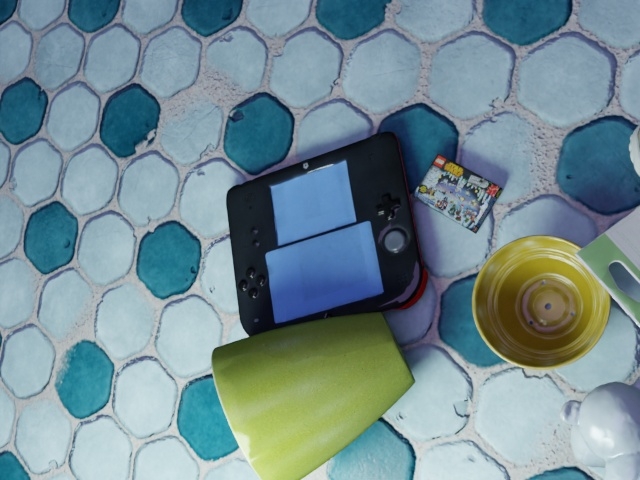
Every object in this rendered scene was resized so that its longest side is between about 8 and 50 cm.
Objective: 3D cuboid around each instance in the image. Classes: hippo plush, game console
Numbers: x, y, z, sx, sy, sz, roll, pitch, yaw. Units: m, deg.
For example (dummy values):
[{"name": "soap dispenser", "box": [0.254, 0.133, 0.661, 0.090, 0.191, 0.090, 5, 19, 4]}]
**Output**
[{"name": "hippo plush", "box": [0.427, 0.336, 1.164, 0.234, 0.294, 0.236, -26, 60, -3]}, {"name": "game console", "box": [0.000, 0.000, 1.548, 0.387, 0.060, 0.341, -17, 74, 22]}]

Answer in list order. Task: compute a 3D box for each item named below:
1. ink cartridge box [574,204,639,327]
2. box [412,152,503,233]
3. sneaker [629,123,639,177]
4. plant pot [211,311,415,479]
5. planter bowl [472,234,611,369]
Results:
[{"name": "ink cartridge box", "box": [0.539, 0.019, 1.248, 0.235, 0.056, 0.171, -37, 67, 2]}, {"name": "box", "box": [0.245, -0.086, 1.457, 0.137, 0.027, 0.093, 33, 95, 28]}, {"name": "sneaker", "box": [0.530, -0.074, 1.197, 0.100, 0.108, 0.271, -15, 69, 7]}, {"name": "plant pot", "box": [0.005, 0.248, 1.410, 0.294, 0.275, 0.274, -26, 69, 3]}, {"name": "planter bowl", "box": [0.366, 0.105, 1.326, 0.217, 0.090, 0.217, -5, 78, 25]}]
